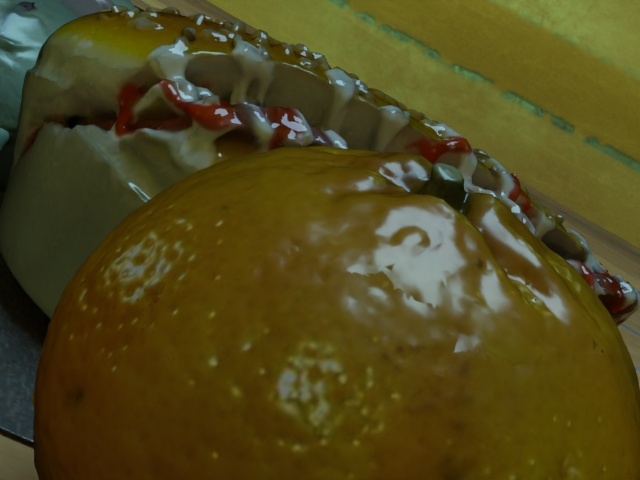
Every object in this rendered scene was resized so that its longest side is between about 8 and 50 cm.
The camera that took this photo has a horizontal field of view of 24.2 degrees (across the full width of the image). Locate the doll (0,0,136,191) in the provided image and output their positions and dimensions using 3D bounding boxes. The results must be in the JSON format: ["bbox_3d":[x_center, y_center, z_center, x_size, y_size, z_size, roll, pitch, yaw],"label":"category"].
[{"bbox_3d":[-0.159,-0.092,0.787,0.155,0.113,0.275,31,9,0],"label":"doll"}]

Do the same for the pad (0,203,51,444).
[{"bbox_3d":[-0.119,0.029,0.621,0.176,0.002,0.266,26,10,-14],"label":"pad"}]

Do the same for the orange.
[{"bbox_3d":[0.006,0.053,0.435,0.177,0.155,0.177,39,3,-2],"label":"orange"}]

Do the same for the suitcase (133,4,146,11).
[{"bbox_3d":[-0.188,-0.190,1.344,0.126,0.059,0.086,26,12,-15],"label":"suitcase"}]

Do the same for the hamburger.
[{"bbox_3d":[0.000,0.000,0.669,0.295,0.151,0.227,22,10,-34],"label":"hamburger"}]
